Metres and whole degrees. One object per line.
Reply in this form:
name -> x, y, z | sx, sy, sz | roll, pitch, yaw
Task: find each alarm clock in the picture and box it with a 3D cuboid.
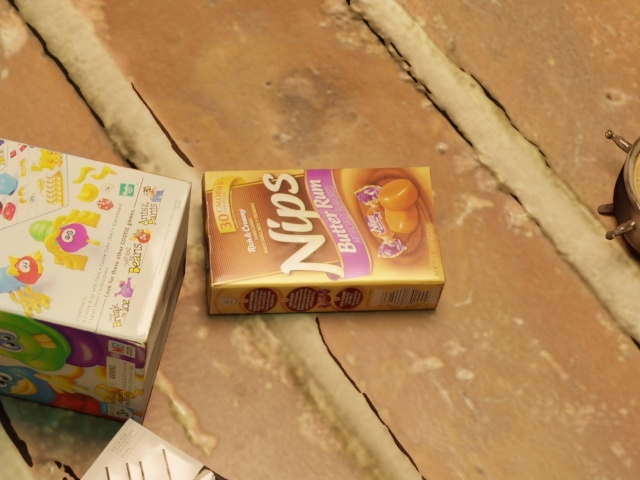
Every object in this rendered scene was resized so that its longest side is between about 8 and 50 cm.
alarm clock -> 0.328, -0.031, 1.518 | 0.192, 0.064, 0.129 | 6, 58, 0

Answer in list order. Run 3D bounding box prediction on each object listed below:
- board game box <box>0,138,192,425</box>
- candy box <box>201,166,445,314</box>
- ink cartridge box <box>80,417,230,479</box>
board game box -> -0.248, 0.019, 1.374 | 0.275, 0.142, 0.144 | 13, 59, 1
candy box -> 0.000, 0.000, 1.468 | 0.186, 0.053, 0.109 | -2, 60, -7
ink cartridge box -> -0.157, 0.235, 1.310 | 0.097, 0.046, 0.207 | 30, 61, 13
